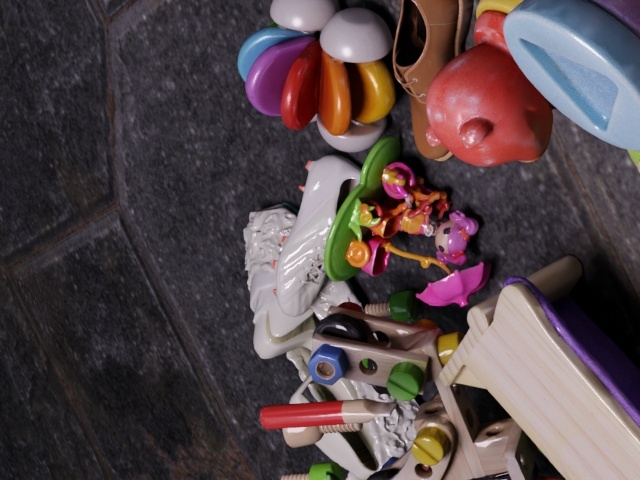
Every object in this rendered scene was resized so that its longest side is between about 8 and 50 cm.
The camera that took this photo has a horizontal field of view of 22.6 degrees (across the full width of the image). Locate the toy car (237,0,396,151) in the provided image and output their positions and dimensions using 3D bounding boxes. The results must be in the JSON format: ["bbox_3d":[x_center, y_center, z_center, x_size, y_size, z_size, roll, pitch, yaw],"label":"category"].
[{"bbox_3d":[-0.013,-0.174,1.688,0.182,0.136,0.159,36,139,36],"label":"toy car"}]

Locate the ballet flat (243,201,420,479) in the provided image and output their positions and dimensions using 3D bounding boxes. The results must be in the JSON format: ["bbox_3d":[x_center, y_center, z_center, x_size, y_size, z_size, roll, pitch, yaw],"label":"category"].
[{"bbox_3d":[0.004,0.138,1.900,0.409,0.147,0.147,57,148,10],"label":"ballet flat"}]

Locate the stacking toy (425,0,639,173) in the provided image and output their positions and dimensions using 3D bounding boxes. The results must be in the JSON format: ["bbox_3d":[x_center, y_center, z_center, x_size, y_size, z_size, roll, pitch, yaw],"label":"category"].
[{"bbox_3d":[0.216,-0.073,1.149,0.279,0.130,0.309,43,170,-6],"label":"stacking toy"}]

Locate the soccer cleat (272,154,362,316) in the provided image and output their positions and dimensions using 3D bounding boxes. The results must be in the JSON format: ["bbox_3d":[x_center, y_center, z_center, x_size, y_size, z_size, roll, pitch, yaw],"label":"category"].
[{"bbox_3d":[0.000,0.000,1.813,0.076,0.068,0.196,24,105,34],"label":"soccer cleat"}]

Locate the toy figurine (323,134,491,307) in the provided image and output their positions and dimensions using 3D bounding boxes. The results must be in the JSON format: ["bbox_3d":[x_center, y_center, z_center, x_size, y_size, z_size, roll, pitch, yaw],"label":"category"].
[{"bbox_3d":[0.111,-0.003,1.695,0.159,0.130,0.173,27,110,25],"label":"toy figurine"}]

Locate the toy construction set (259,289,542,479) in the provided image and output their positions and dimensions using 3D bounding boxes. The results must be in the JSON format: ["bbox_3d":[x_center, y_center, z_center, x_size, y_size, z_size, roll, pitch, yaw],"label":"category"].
[{"bbox_3d":[0.111,0.177,1.647,0.237,0.309,0.258,-7,87,25],"label":"toy construction set"}]

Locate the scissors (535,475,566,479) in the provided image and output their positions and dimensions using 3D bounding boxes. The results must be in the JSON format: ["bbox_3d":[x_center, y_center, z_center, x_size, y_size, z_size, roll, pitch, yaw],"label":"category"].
[{"bbox_3d":[0.167,0.293,1.788,0.297,0.021,0.109,5,128,28],"label":"scissors"}]

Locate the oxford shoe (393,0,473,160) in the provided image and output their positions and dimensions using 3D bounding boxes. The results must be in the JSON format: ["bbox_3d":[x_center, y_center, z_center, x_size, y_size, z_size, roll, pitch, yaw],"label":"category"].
[{"bbox_3d":[0.102,-0.166,1.591,0.076,0.076,0.212,30,137,39],"label":"oxford shoe"}]

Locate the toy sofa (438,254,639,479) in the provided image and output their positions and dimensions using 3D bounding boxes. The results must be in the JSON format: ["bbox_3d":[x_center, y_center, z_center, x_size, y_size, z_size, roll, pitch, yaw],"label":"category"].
[{"bbox_3d":[0.296,0.180,1.497,0.362,0.150,0.177,49,141,21],"label":"toy sofa"}]
